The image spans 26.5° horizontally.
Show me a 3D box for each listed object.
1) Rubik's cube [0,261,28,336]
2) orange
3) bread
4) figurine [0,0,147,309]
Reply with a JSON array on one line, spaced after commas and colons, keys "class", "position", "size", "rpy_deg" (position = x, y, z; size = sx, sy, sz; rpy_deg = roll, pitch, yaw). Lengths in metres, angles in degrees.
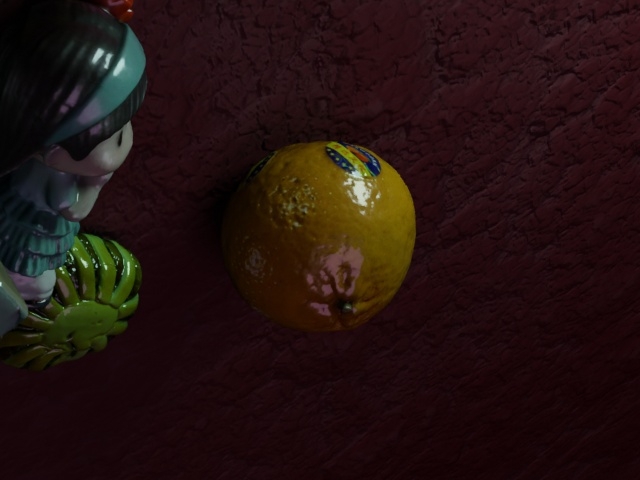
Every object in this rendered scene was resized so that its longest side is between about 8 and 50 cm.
[{"class": "Rubik's cube", "position": [-0.311, 0.002, 0.869], "size": [0.224, 0.213, 0.265], "rpy_deg": [6, 123, -43]}, {"class": "orange", "position": [0.000, -0.003, 1.185], "size": [0.178, 0.155, 0.177], "rpy_deg": [-36, 151, -23]}, {"class": "bread", "position": [-0.214, 0.054, 1.129], "size": [0.139, 0.071, 0.130], "rpy_deg": [4, 122, -43]}, {"class": "figurine", "position": [-0.198, -0.068, 0.974], "size": [0.110, 0.138, 0.245], "rpy_deg": [9, 130, -25]}]
